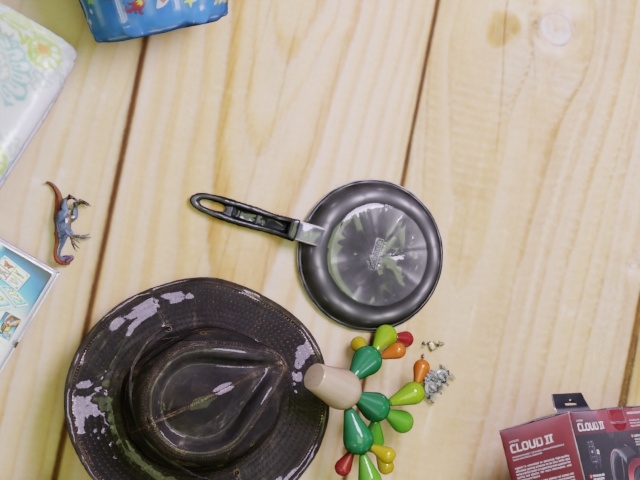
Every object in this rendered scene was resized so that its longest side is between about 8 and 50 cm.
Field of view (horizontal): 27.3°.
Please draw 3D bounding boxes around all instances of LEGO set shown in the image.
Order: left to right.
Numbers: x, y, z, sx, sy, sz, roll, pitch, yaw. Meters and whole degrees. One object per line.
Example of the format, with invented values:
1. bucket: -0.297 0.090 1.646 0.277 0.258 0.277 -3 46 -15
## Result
1. LEGO set: 0.148 0.171 1.713 0.054 0.023 0.083 -18 93 -11

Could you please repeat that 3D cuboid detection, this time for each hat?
1. hat: -0.127 0.178 1.555 0.331 0.134 0.331 6 71 -18

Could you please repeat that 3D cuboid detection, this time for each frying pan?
1. frying pan: 0.020 -0.021 1.679 0.326 0.053 0.197 40 81 -12

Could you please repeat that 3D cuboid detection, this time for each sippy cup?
1. sippy cup: -0.209 -0.355 1.552 0.306 0.240 0.224 -6 104 26

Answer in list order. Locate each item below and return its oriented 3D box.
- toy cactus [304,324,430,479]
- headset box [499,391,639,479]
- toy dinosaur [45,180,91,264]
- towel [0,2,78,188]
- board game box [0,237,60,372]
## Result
1. toy cactus: 0.046 0.194 1.633 0.180 0.112 0.219 31 68 -40
2. headset box: 0.347 0.330 1.632 0.218 0.110 0.293 4 69 -49
3. toy dinosaur: -0.314 -0.015 1.621 0.090 0.047 0.082 32 92 23
4. towel: -0.496 -0.155 1.498 0.321 0.090 0.374 31 66 -10
5. board game box: -0.490 0.043 1.557 0.305 0.053 0.193 32 84 -13
